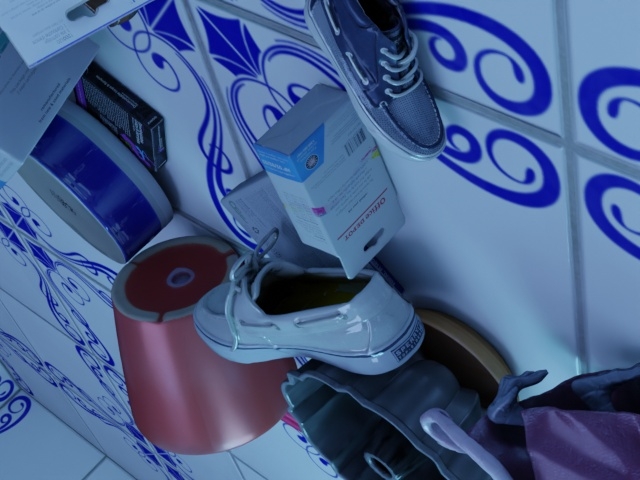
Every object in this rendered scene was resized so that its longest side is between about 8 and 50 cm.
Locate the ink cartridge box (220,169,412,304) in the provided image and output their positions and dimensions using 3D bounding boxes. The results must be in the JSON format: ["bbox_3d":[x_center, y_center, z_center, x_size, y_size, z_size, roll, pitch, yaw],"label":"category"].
[{"bbox_3d":[0.000,0.000,1.395,0.223,0.045,0.224,49,156,-12],"label":"ink cartridge box"}]

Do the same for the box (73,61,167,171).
[{"bbox_3d":[-0.282,-0.178,1.583,0.162,0.029,0.116,40,157,14],"label":"box"}]

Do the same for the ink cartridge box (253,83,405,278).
[{"bbox_3d":[0.014,-0.059,1.197,0.061,0.104,0.181,21,148,43],"label":"ink cartridge box"}]

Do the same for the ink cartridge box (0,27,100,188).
[{"bbox_3d":[-0.467,-0.224,1.451,0.270,0.197,0.198,35,156,-16],"label":"ink cartridge box"}]

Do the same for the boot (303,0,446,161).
[{"bbox_3d":[0.061,-0.153,1.006,0.190,0.069,0.086,51,159,-10],"label":"boot"}]

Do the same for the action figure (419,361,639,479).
[{"bbox_3d":[0.293,0.313,1.135,0.248,0.276,0.370,-178,73,-81],"label":"action figure"}]

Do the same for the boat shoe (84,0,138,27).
[{"bbox_3d":[-0.339,-0.354,1.268,0.324,0.116,0.123,45,157,-1],"label":"boat shoe"}]

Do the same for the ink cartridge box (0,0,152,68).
[{"bbox_3d":[-0.283,-0.314,1.185,0.206,0.045,0.208,-23,115,19],"label":"ink cartridge box"}]

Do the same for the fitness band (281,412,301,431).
[{"bbox_3d":[-0.086,0.255,1.909,0.291,0.054,0.209,25,166,41],"label":"fitness band"}]

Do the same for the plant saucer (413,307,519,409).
[{"bbox_3d":[0.165,0.153,1.391,0.200,0.037,0.200,35,155,20],"label":"plant saucer"}]

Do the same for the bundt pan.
[{"bbox_3d":[0.111,0.242,1.424,0.331,0.124,0.331,35,155,19],"label":"bundt pan"}]

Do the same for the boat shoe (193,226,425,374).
[{"bbox_3d":[-0.052,0.064,1.359,0.367,0.136,0.156,6,137,49],"label":"boat shoe"}]

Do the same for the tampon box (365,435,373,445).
[{"bbox_3d":[0.107,0.305,1.657,0.120,0.101,0.161,40,156,8],"label":"tampon box"}]

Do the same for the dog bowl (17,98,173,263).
[{"bbox_3d":[-0.352,-0.090,1.712,0.265,0.104,0.265,39,164,14],"label":"dog bowl"}]

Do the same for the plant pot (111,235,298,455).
[{"bbox_3d":[-0.186,0.144,1.710,0.275,0.275,0.243,24,140,40],"label":"plant pot"}]
